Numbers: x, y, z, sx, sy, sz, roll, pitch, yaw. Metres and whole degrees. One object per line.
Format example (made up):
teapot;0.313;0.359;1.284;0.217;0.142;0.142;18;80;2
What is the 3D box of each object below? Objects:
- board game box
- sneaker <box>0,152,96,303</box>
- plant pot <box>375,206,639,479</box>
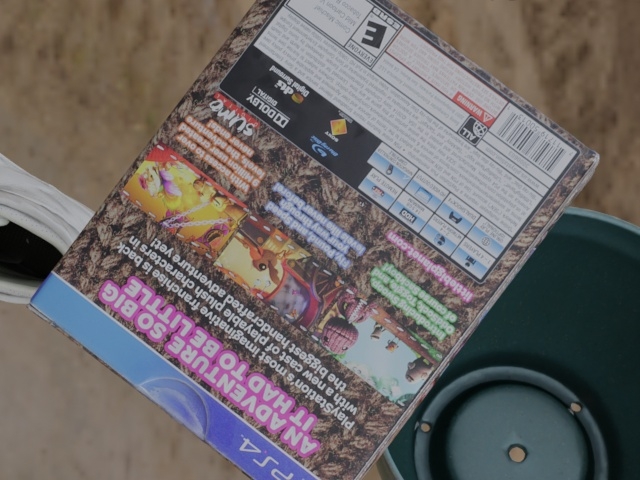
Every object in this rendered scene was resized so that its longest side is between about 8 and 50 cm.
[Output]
board game box;0.000;0.000;1.162;0.291;0.232;0.141;-52;173;0
sneaker;-0.313;-0.039;1.484;0.169;0.292;0.108;-65;179;-84
plant pot;0.167;0.145;1.397;0.196;0.293;0.293;107;-9;-65
